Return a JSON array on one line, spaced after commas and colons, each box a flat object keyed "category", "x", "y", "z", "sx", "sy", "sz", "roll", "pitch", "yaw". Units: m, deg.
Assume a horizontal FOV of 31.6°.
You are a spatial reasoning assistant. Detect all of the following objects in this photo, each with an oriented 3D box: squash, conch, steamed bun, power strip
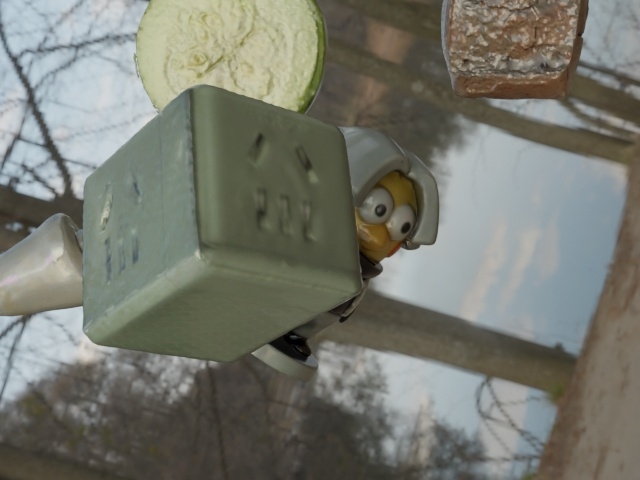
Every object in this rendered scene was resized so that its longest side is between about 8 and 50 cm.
[{"category": "squash", "x": -0.099, "y": -0.212, "z": 1.269, "sx": 0.041, "sy": 0.219, "sz": 0.219, "roll": -44, "pitch": -29, "yaw": -81}, {"category": "conch", "x": -0.264, "y": 0.038, "z": 1.086, "sx": 0.176, "sy": 0.094, "sz": 0.104, "roll": -34, "pitch": 26, "yaw": 9}, {"category": "steamed bun", "x": 0.192, "y": -0.226, "z": 1.120, "sx": 0.106, "sy": 0.145, "sz": 0.175, "roll": 14, "pitch": -98, "yaw": -82}, {"category": "power strip", "x": -0.094, "y": 0.006, "z": 0.833, "sx": 0.224, "sy": 0.139, "sz": 0.140, "roll": -33, "pitch": 55, "yaw": 44}]

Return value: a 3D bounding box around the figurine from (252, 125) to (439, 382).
[{"category": "figurine", "x": 0.000, "y": 0.000, "z": 1.070, "sx": 0.236, "sy": 0.176, "sz": 0.133, "roll": -53, "pitch": 39, "yaw": 4}]
